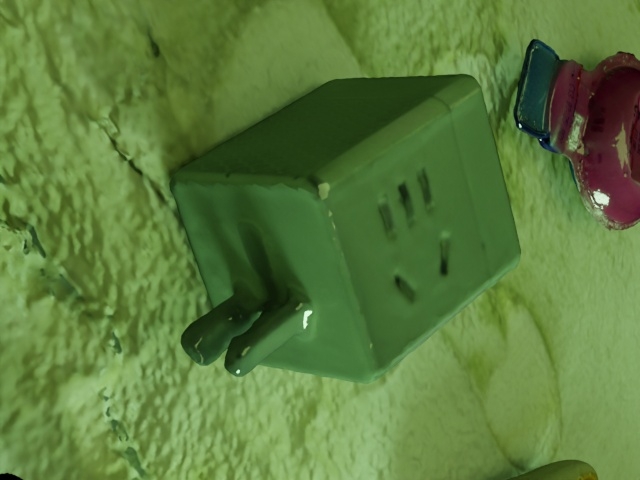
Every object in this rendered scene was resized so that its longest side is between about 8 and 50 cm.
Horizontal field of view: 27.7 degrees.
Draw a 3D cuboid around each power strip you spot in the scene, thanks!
[{"bbox_3d":[0.000,0.000,0.807,0.224,0.139,0.140,-34,117,-39],"label":"power strip"}]

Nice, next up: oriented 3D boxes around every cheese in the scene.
[{"bbox_3d":[0.237,-0.093,1.099,0.244,0.062,0.155,21,77,-43],"label":"cheese"}]

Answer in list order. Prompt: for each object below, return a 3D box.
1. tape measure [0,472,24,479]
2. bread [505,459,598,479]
[{"bbox_3d":[-0.201,0.214,0.621,0.202,0.135,0.223,38,61,-31],"label":"tape measure"},{"bbox_3d":[0.144,0.230,1.034,0.214,0.053,0.073,-17,102,-41],"label":"bread"}]
